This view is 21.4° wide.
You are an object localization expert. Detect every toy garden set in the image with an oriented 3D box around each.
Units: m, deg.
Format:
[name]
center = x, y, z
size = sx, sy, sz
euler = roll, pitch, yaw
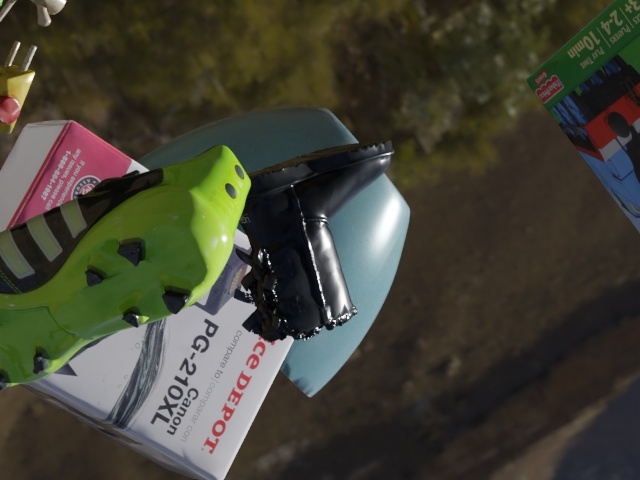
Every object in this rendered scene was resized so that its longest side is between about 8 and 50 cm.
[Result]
[toy garden set]
center = -0.335, -0.221, 1.727
size = 0.049, 0.203, 0.244
euler = 37, 74, -49

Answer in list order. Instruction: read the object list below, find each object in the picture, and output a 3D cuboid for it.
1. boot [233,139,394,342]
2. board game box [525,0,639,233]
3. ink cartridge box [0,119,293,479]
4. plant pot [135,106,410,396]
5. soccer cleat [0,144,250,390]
[boot]
center = 0.001, 0.000, 0.985
size = 0.121, 0.099, 0.045
euler = -20, -170, -34
[board game box]
center = 0.211, -0.036, 0.857
size = 0.039, 0.211, 0.160
euler = -36, 176, -27
[ink cartridge box]
center = -0.143, 0.047, 1.231
size = 0.100, 0.237, 0.172
euler = 3, -118, 60
[plant pot]
center = -0.027, -0.018, 1.674
size = 0.195, 0.290, 0.290
euler = -39, 167, -1
[soccer cleat]
center = -0.099, 0.012, 0.668
size = 0.179, 0.060, 0.072
euler = -18, -151, 36
